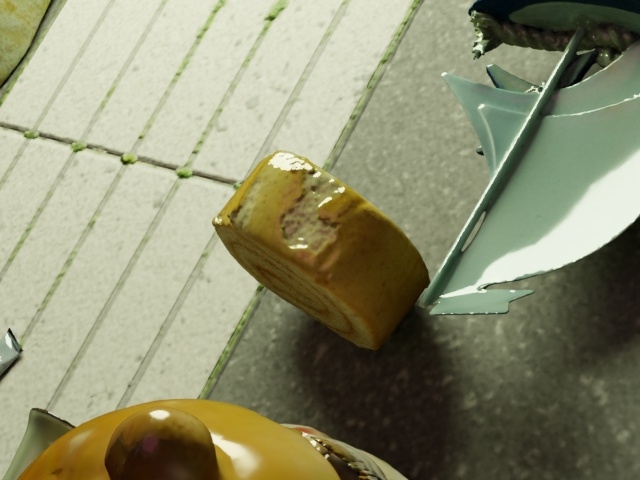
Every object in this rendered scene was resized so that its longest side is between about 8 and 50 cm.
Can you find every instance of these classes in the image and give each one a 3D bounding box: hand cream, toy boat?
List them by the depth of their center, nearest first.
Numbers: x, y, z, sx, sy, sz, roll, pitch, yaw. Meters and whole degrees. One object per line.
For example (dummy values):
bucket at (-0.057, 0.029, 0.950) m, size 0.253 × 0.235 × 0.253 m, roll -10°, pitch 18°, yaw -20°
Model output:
toy boat at (0.142, -0.084, 0.862) m, size 0.291 × 0.070 × 0.210 m, roll -41°, pitch 48°, yaw -3°
hand cream at (-0.267, 0.110, 1.082) m, size 0.093 × 0.019 × 0.030 m, roll -44°, pitch 43°, yaw -7°

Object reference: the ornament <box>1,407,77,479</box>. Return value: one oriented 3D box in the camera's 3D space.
ornament at (-0.208, 0.195, 0.942) m, size 0.156 × 0.081 × 0.075 m, roll -61°, pitch 4°, yaw -17°

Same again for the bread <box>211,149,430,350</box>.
bread at (0.000, 0.000, 0.885) m, size 0.149 × 0.122 × 0.073 m, roll 31°, pitch 76°, yaw 34°

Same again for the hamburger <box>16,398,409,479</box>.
hamburger at (-0.071, 0.202, 0.726) m, size 0.276 × 0.237 × 0.276 m, roll -20°, pitch 52°, yaw 27°

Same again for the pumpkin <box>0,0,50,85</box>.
pumpkin at (-0.420, -0.267, 1.323) m, size 0.332 × 0.199 × 0.332 m, roll -19°, pitch 49°, yaw 23°
